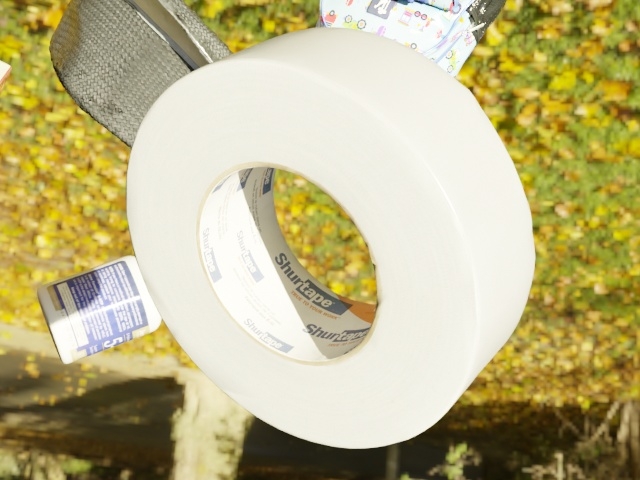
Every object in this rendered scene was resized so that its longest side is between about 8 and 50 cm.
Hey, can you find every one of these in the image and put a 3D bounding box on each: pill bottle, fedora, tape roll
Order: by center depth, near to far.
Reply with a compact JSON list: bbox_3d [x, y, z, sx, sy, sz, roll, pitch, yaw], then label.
[{"bbox_3d":[0.000,0.000,0.532,0.219,0.219,0.072,-9,-161,39],"label":"tape roll"},{"bbox_3d":[-0.187,-0.184,1.066,0.334,0.152,0.334,46,180,0],"label":"fedora"},{"bbox_3d":[-0.275,0.083,1.328,0.186,0.112,0.112,-20,170,-17],"label":"pill bottle"}]

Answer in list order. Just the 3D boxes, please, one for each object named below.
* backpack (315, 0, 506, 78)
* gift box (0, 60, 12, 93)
[{"bbox_3d":[0.069,-0.211,0.877,0.158,0.173,0.117,28,165,18],"label":"backpack"},{"bbox_3d":[-0.538,-0.141,1.138,0.258,0.255,0.276,26,-163,-15],"label":"gift box"}]
